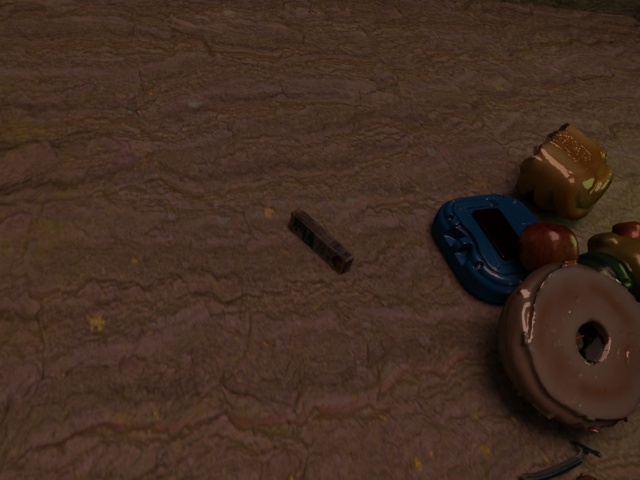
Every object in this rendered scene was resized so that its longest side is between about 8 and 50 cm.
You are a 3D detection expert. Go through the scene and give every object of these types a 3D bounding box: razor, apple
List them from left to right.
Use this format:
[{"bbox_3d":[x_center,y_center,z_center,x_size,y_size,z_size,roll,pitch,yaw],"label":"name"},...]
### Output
[{"bbox_3d":[0.572,0.026,1.356,0.146,0.146,0.131,9,85,-10],"label":"apple"},{"bbox_3d":[0.501,0.476,1.136,0.191,0.037,0.068,-13,12,-24],"label":"razor"}]

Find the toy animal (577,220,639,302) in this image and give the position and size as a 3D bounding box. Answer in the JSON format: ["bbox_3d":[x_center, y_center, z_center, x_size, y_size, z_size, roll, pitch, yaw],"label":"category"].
[{"bbox_3d":[0.793,0.094,1.452,0.338,0.216,0.191,-26,17,-27],"label":"toy animal"}]

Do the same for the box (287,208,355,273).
[{"bbox_3d":[0.000,0.000,1.399,0.207,0.050,0.041,41,46,20],"label":"box"}]

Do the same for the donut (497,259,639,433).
[{"bbox_3d":[0.577,0.239,1.239,0.383,0.142,0.382,4,73,-13],"label":"donut"}]

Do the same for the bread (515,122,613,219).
[{"bbox_3d":[0.787,-0.204,1.749,0.270,0.211,0.316,44,58,12],"label":"bread"}]

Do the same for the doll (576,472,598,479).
[{"bbox_3d":[0.570,0.531,1.117,0.061,0.051,0.093,-26,90,-36],"label":"doll"}]

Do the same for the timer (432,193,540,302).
[{"bbox_3d":[0.497,0.010,1.513,0.309,0.115,0.340,-8,53,-21],"label":"timer"}]
